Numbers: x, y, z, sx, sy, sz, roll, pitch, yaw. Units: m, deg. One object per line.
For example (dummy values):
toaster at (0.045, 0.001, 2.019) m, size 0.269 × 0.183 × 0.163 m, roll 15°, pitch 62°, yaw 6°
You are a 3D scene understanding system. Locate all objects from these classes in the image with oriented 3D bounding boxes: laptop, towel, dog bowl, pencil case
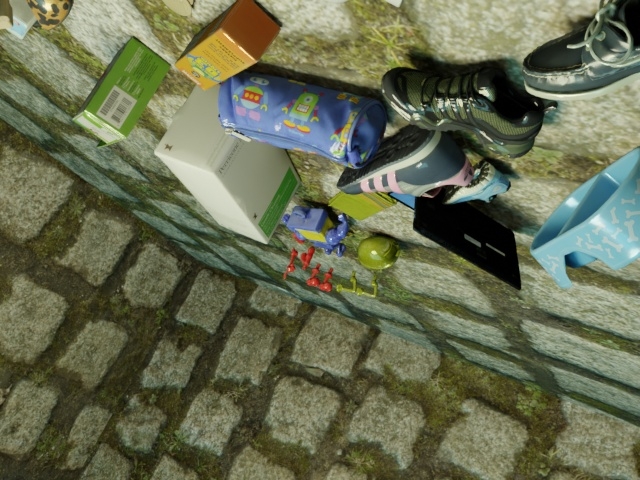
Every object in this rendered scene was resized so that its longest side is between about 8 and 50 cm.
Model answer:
laptop at (0.250, -0.009, 1.171) m, size 0.234 × 0.264 × 0.136 m, roll 28°, pitch 129°, yaw -11°
towel at (0.094, -0.089, 1.412) m, size 0.102 × 0.021 × 0.237 m, roll 31°, pitch 165°, yaw -10°
dog bowl at (0.395, -0.030, 0.840) m, size 0.074 × 0.166 × 0.297 m, roll 37°, pitch 166°, yaw 6°
pencil case at (-0.043, -0.211, 1.029) m, size 0.306 × 0.133 × 0.119 m, roll 19°, pitch 161°, yaw 25°

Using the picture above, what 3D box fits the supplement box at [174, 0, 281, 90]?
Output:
supplement box at (-0.160, -0.317, 0.982) m, size 0.078 × 0.080 × 0.233 m, roll 37°, pitch 165°, yaw -25°

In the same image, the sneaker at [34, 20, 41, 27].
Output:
sneaker at (-0.591, -0.491, 1.163) m, size 0.121 × 0.079 × 0.217 m, roll 25°, pitch 174°, yaw -6°

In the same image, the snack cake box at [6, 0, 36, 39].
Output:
snack cake box at (-0.572, -0.485, 0.984) m, size 0.264 × 0.152 × 0.089 m, roll 36°, pitch 163°, yaw -28°

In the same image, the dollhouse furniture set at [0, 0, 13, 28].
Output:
dollhouse furniture set at (-0.581, -0.440, 0.739) m, size 0.303 × 0.355 × 0.174 m, roll -11°, pitch 166°, yaw -5°

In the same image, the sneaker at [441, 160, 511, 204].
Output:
sneaker at (0.271, -0.085, 1.043) m, size 0.073 × 0.063 × 0.162 m, roll 24°, pitch 169°, yaw -14°

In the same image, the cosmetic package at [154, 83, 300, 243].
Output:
cosmetic package at (-0.189, -0.162, 1.325) m, size 0.155 × 0.197 × 0.365 m, roll 22°, pitch 165°, yaw 19°

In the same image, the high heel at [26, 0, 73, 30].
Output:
high heel at (-0.515, -0.457, 0.937) m, size 0.261 × 0.093 × 0.186 m, roll 23°, pitch 124°, yaw -4°

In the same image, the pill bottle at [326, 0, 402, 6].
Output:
pill bottle at (-0.018, -0.328, 0.568) m, size 0.264 × 0.146 × 0.146 m, roll 27°, pitch 165°, yaw -2°

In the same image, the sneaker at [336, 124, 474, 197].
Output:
sneaker at (0.141, -0.114, 1.072) m, size 0.131 × 0.112 × 0.319 m, roll 36°, pitch 164°, yaw -18°

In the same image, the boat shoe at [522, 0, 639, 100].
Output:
boat shoe at (0.300, -0.195, 0.560) m, size 0.079 × 0.095 × 0.254 m, roll 36°, pitch 162°, yaw -35°

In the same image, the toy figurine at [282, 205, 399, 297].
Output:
toy figurine at (0.000, 0.000, 1.576) m, size 0.362 × 0.191 × 0.217 m, roll 12°, pitch 154°, yaw 42°

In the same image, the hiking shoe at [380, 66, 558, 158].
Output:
hiking shoe at (0.195, -0.198, 0.796) m, size 0.227 × 0.086 × 0.114 m, roll 20°, pitch 151°, yaw 4°

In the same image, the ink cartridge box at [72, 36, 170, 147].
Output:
ink cartridge box at (-0.449, -0.307, 1.290) m, size 0.097 × 0.189 × 0.255 m, roll 35°, pitch 164°, yaw -29°

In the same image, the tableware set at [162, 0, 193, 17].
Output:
tableware set at (-0.273, -0.423, 0.934) m, size 0.169 × 0.020 × 0.141 m, roll 26°, pitch 163°, yaw 9°
